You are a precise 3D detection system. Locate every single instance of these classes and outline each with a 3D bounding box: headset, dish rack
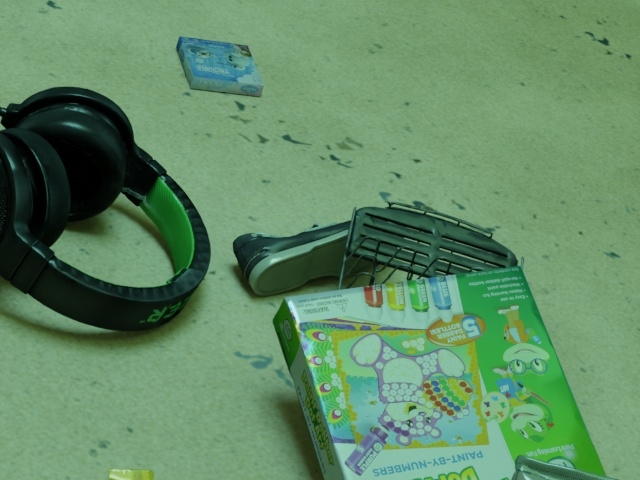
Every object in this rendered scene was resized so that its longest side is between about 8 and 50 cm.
[{"bbox_3d":[-0.295,-0.049,1.659,0.394,0.185,0.243,41,32,3],"label":"headset"},{"bbox_3d":[0.107,0.075,1.655,0.208,0.074,0.271,17,54,-8],"label":"dish rack"}]

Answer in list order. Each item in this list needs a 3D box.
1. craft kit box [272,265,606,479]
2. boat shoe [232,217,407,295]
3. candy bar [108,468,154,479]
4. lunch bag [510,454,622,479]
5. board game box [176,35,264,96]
[{"bbox_3d":[0.108,0.151,1.528,0.250,0.061,0.247,-8,63,-22],"label":"craft kit box"},{"bbox_3d":[0.000,0.000,1.763,0.206,0.075,0.065,-15,51,-35],"label":"boat shoe"},{"bbox_3d":[-0.143,0.248,1.387,0.040,0.018,0.161,5,36,-22],"label":"candy bar"},{"bbox_3d":[0.257,0.315,1.251,0.287,0.169,0.235,12,65,17],"label":"lunch bag"},{"bbox_3d":[-0.122,-0.211,2.043,0.090,0.020,0.090,5,38,-23],"label":"board game box"}]
